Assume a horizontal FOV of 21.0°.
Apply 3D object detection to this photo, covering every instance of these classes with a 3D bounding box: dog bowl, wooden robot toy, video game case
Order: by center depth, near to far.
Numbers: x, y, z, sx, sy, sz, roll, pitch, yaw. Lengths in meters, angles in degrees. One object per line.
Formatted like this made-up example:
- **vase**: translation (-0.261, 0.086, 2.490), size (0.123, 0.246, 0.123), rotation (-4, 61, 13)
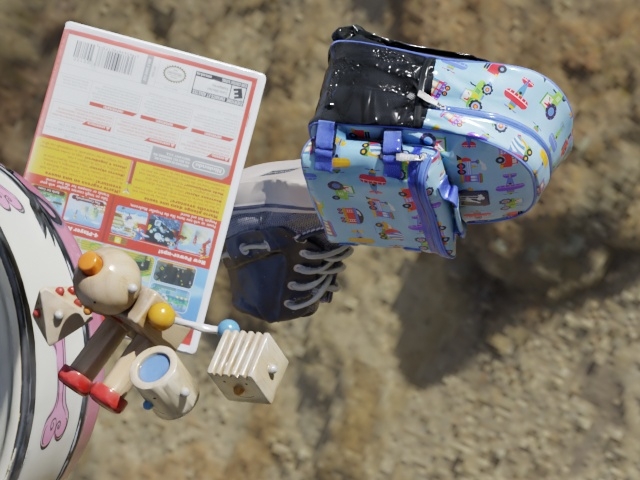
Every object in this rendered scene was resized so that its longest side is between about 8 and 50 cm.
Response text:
- **wooden robot toy**: translation (-0.105, 0.042, 0.902), size (0.173, 0.079, 0.076), rotation (21, 64, 36)
- **dog bowl**: translation (-0.362, 0.093, 1.498), size (0.408, 0.150, 0.408), rotation (2, 94, 32)
- **video game case**: translation (-0.185, -0.051, 1.671), size (0.025, 0.204, 0.285), rotation (136, 148, -80)

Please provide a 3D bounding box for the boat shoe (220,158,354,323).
- **boat shoe**: translation (0.000, 0.000, 1.754), size (0.340, 0.127, 0.158), rotation (0, 108, 60)

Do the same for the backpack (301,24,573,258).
- **backpack**: translation (0.087, -0.062, 1.214), size (0.173, 0.158, 0.117), rotation (8, 63, 12)
